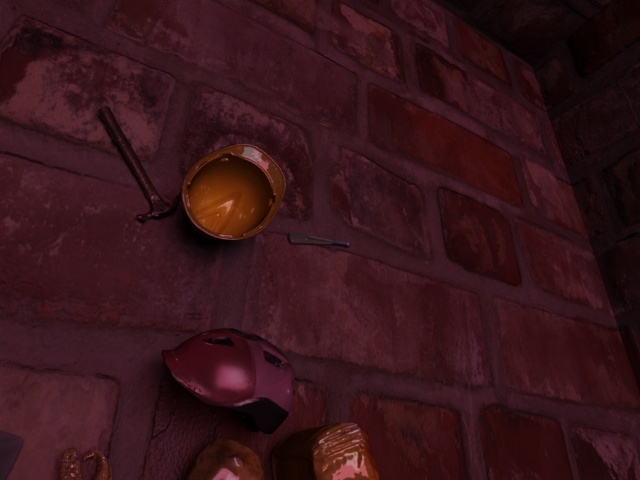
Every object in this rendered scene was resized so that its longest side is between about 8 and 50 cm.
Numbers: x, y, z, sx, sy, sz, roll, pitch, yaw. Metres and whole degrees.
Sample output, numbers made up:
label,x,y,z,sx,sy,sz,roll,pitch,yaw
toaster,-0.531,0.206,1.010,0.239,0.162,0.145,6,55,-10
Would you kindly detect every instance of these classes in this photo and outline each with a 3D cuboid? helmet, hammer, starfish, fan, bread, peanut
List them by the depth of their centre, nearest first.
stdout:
label,x,y,z,sx,sy,sz,roll,pitch,yaw
starfish,-0.381,0.432,0.665,0.150,0.053,0.209,23,56,-16
peanut,-0.170,0.438,0.768,0.141,0.109,0.159,28,64,-5
bread,0.000,0.413,0.783,0.119,0.288,0.152,-4,66,-25
helmet,-0.151,0.242,0.817,0.154,0.198,0.253,-46,107,-17
hammer,-0.424,-0.180,0.995,0.125,0.027,0.297,-29,82,-40
helmet,-0.213,-0.089,1.009,0.205,0.140,0.257,44,55,-7
fan,0.000,0.000,1.184,0.193,0.016,0.038,7,59,-30

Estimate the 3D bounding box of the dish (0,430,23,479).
label,x,y,z,sx,sy,sz,roll,pitch,yaw
dish,-0.548,0.362,0.576,0.182,0.080,0.243,25,53,-20
